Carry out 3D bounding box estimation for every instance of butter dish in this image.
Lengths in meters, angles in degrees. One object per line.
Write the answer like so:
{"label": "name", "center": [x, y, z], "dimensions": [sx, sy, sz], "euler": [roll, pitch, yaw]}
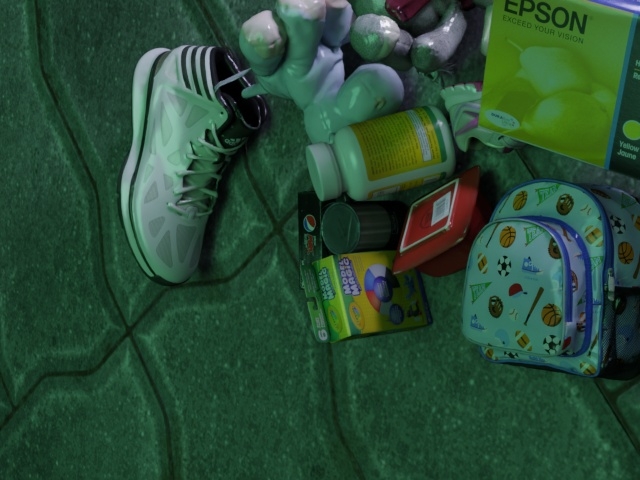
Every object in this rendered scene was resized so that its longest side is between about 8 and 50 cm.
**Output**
{"label": "butter dish", "center": [0.203, -0.006, 1.779], "dimensions": [0.160, 0.118, 0.160], "euler": [-31, 30, 42]}

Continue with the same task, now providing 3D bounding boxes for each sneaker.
{"label": "sneaker", "center": [0.286, -0.184, 1.700], "dimensions": [0.252, 0.103, 0.111], "euler": [-6, 92, 50]}
{"label": "sneaker", "center": [-0.228, -0.139, 2.145], "dimensions": [0.257, 0.169, 0.448], "euler": [-1, 90, 46]}

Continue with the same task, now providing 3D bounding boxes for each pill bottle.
{"label": "pill bottle", "center": [0.089, -0.127, 1.796], "dimensions": [0.117, 0.208, 0.118], "euler": [164, 90, -82]}

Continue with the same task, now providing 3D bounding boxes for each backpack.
{"label": "backpack", "center": [0.322, 0.047, 1.608], "dimensions": [0.276, 0.213, 0.264], "euler": [5, 85, 47]}

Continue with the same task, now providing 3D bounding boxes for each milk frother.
{"label": "milk frother", "center": [0.051, -0.027, 1.905], "dimensions": [0.143, 0.134, 0.129], "euler": [-36, 67, 39]}

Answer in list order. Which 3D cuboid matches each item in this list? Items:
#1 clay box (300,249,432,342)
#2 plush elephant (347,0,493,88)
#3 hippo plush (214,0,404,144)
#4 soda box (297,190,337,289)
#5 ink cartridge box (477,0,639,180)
{"label": "clay box", "center": [0.072, 0.084, 1.830], "dimensions": [0.053, 0.222, 0.128], "euler": [-22, 78, 42]}
{"label": "plush elephant", "center": [0.176, -0.368, 1.676], "dimensions": [0.255, 0.330, 0.272], "euler": [-40, 52, 20]}
{"label": "hippo plush", "center": [-0.006, -0.246, 1.878], "dimensions": [0.294, 0.234, 0.237], "euler": [-39, 77, 18]}
{"label": "soda box", "center": [0.000, 0.000, 2.012], "dimensions": [0.060, 0.053, 0.169], "euler": [1, 94, 44]}
{"label": "ink cartridge box", "center": [0.357, -0.241, 1.489], "dimensions": [0.303, 0.072, 0.307], "euler": [23, 131, 29]}
